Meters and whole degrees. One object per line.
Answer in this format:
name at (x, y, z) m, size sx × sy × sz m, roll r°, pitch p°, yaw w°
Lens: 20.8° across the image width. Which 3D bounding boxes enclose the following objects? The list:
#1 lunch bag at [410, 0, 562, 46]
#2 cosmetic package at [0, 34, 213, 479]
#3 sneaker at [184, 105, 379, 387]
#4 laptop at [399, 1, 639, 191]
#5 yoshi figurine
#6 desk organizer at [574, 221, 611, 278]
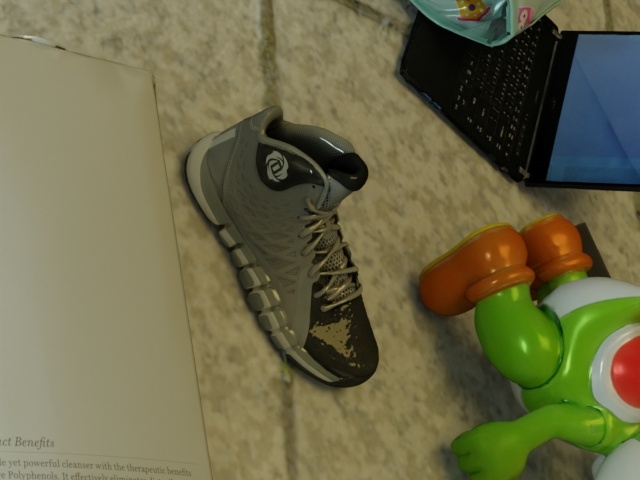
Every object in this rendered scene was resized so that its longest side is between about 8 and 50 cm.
lunch bag at (0.153, -0.328, 1.639) m, size 0.262 × 0.160 × 0.223 m, roll 51°, pitch 46°, yaw -3°
cosmetic package at (-0.191, 0.067, 1.063) m, size 0.197 × 0.155 × 0.365 m, roll 12°, pitch 59°, yaw -43°
sneaker at (0.000, 0.000, 1.318) m, size 0.228 × 0.132 × 0.086 m, roll 56°, pitch 40°, yaw -5°
laptop at (0.230, -0.178, 1.661) m, size 0.264 × 0.136 × 0.234 m, roll 41°, pitch 43°, yaw -22°
yoshi figurine at (0.218, 0.169, 1.460) m, size 0.362 × 0.203 × 0.203 m, roll 59°, pitch -3°, yaw 20°
desk organizer at (0.240, 0.055, 1.600) m, size 0.047 × 0.050 × 0.130 m, roll -17°, pitch 80°, yaw -49°
